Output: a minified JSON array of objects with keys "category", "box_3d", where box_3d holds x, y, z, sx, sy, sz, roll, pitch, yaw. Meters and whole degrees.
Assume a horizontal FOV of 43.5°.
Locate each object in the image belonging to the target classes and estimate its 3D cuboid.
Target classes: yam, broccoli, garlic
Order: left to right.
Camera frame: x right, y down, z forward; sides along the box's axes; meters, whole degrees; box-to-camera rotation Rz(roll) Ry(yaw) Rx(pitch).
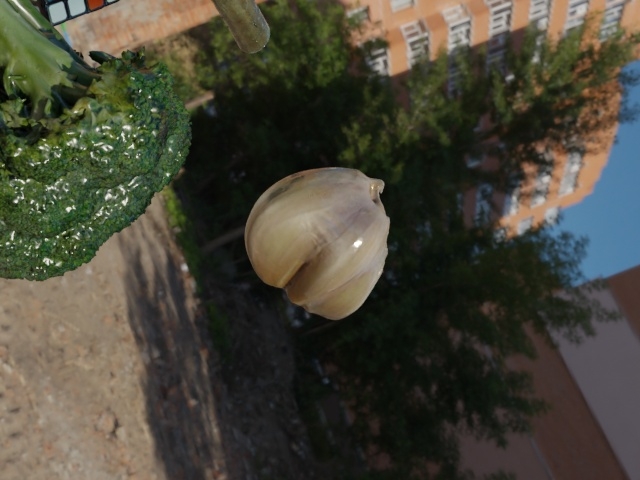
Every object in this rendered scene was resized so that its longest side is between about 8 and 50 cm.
[{"category":"broccoli","box_3d":[-0.272,-0.102,0.703,0.303,0.321,0.284,3,-63,65]},{"category":"yam","box_3d":[-0.199,-0.547,1.832,0.093,0.093,0.259,67,7,33]},{"category":"garlic","box_3d":[0.000,0.000,1.175,0.217,0.228,0.110,29,21,-9]}]

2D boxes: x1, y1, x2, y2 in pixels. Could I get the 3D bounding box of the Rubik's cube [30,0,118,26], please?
[{"category":"Rubik's cube","box_3d":[-0.413,-0.449,1.214,0.187,0.184,0.182,25,-46,34]}]
